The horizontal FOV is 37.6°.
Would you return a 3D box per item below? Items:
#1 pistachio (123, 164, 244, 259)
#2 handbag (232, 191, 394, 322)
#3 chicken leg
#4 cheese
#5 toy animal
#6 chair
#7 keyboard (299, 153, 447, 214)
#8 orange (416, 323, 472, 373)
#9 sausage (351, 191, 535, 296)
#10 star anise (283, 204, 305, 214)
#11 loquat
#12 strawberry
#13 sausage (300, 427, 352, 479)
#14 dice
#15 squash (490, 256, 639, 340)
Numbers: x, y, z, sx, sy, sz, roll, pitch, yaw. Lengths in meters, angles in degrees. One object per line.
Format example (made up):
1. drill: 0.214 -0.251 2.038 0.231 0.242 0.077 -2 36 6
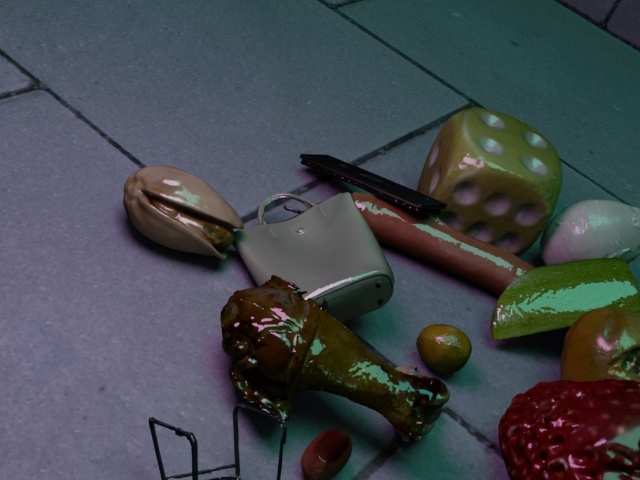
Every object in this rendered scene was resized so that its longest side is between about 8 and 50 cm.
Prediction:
1. pistachio: -0.240 -0.049 1.619 0.215 0.144 0.144 31 36 -7
2. handbag: -0.023 0.006 1.640 0.241 0.109 0.315 -20 53 -13
3. chicken leg: -0.005 0.194 1.397 0.361 0.140 0.211 33 63 17
4. cheese: 0.549 -0.001 1.928 0.189 0.198 0.154 -15 71 -29
5. toy animal: 0.140 0.257 1.494 0.083 0.089 0.150 32 29 -23
6. chair: -0.132 0.340 1.224 0.140 0.221 0.145 -3 2 -30
7. keyboard: 0.100 -0.114 1.867 0.317 0.027 0.106 26 18 36
8. orange: 0.210 0.183 1.608 0.095 0.085 0.085 17 36 4
9. sausage: 0.234 0.011 1.825 0.418 0.094 0.094 23 -2 2
10. star anise: 0.000 0.000 1.738 0.190 0.070 0.097 32 40 16
11. loquat: 0.514 0.225 1.623 0.213 0.213 0.213 15 38 -12
12. strawberry: 0.419 0.318 1.418 0.317 0.295 0.345 -36 40 -10
13. sausage: 0.009 0.313 1.364 0.059 0.054 0.094 30 36 18
14. dice: 0.343 -0.115 1.932 0.238 0.227 0.233 18 39 -9
15. squash: 0.445 0.101 1.788 0.288 0.111 0.203 -10 4 1
